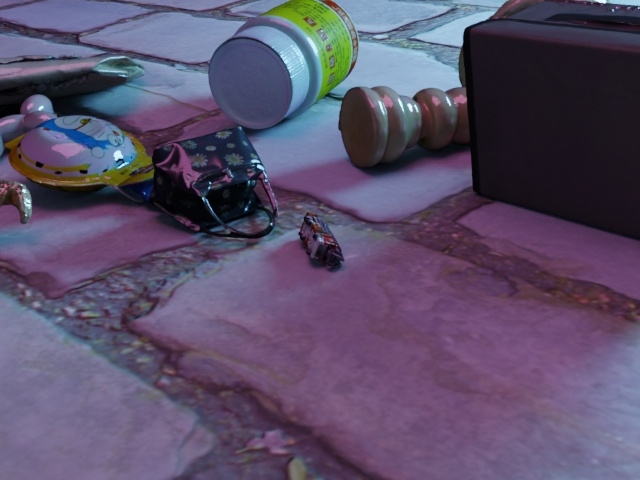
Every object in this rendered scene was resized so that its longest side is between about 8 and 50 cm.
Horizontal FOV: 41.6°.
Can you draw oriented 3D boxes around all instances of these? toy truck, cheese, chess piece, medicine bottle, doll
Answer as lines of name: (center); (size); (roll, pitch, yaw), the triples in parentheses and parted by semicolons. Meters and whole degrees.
toy truck: (0.000, 0.000, 0.781); (0.032, 0.024, 0.083); (19, 18, -18)
cheese: (-0.244, -0.089, 0.955); (0.250, 0.064, 0.156); (19, 35, 18)
chess piece: (0.115, -0.142, 0.975); (0.170, 0.094, 0.094); (-12, 27, -22)
medicine bottle: (-0.045, -0.244, 1.142); (0.139, 0.139, 0.225); (7, 29, 23)
doll: (-0.419, -0.147, 1.105); (0.161, 0.059, 0.160); (12, 33, 31)

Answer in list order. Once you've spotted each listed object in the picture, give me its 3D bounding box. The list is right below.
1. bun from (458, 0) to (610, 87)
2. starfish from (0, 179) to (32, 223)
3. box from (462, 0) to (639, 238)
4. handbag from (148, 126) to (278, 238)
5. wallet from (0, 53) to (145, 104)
bun: (0.258, -0.246, 1.049); (0.210, 0.116, 0.237); (-39, 26, 1)
starfish: (-0.447, 0.004, 0.811); (0.302, 0.060, 0.299); (24, 44, 34)
box: (0.284, -0.119, 0.798); (0.252, 0.188, 0.153); (17, 36, 41)
handbag: (-0.094, -0.048, 0.848); (0.115, 0.072, 0.139); (-20, 46, -34)
wallet: (-0.425, -0.242, 1.248); (0.335, 0.068, 0.275); (-10, 15, -13)
